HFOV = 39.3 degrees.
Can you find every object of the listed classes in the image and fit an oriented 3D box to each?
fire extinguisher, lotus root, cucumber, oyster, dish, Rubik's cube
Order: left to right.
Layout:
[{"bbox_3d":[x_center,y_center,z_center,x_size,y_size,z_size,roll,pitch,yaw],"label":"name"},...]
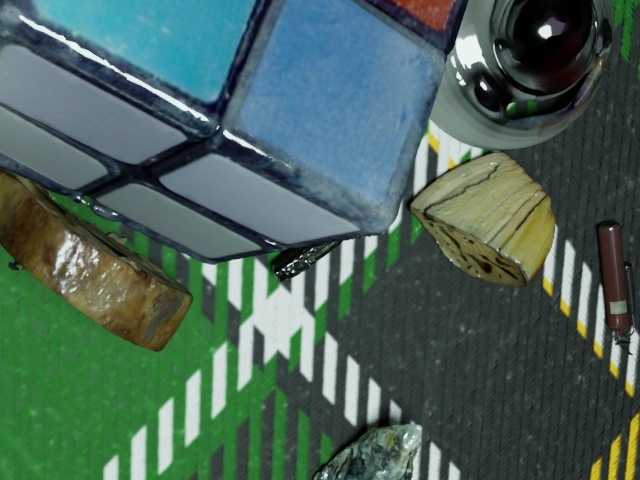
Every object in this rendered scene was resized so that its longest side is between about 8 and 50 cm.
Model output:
[{"bbox_3d":[-0.233,0.014,0.840,0.260,0.170,0.074,40,87,-27],"label":"lotus root"},{"bbox_3d":[-0.095,-0.187,0.738,0.316,0.313,0.319,27,72,-25],"label":"Rubik's cube"},{"bbox_3d":[0.001,0.000,0.994,0.135,0.034,0.033,-39,106,-12],"label":"cucumber"},{"bbox_3d":[0.047,0.337,1.058,0.252,0.087,0.199,-33,110,0],"label":"oyster"},{"bbox_3d":[0.202,-0.017,1.048,0.135,0.095,0.159,-39,71,-17],"label":"lotus root"},{"bbox_3d":[0.237,-0.232,0.997,0.273,0.134,0.274,-4,102,-21],"label":"dish"},{"bbox_3d":[0.387,0.059,1.163,0.049,0.035,0.173,-29,113,-55],"label":"fire extinguisher"}]
